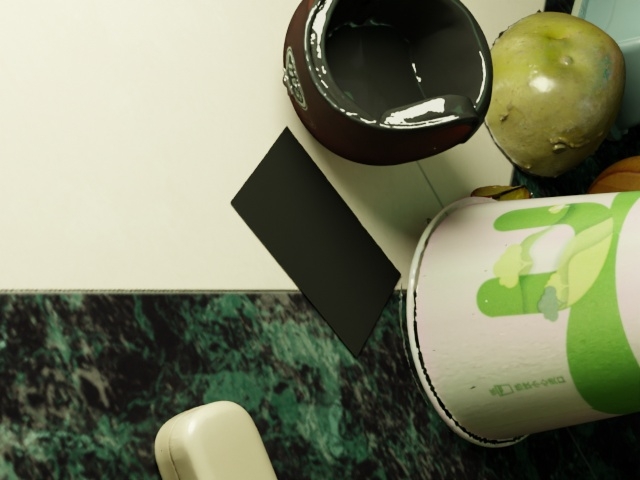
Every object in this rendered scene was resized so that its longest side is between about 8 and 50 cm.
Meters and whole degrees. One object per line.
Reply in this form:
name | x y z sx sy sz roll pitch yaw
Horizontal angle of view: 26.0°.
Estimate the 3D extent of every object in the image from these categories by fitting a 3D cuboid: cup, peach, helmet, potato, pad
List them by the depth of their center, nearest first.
pad | 0.000 0.000 1.284 0.190 0.004 0.127 52 41 -17
helmet | 0.064 -0.164 1.288 0.216 0.193 0.189 -8 81 -39
cup | 0.257 0.065 1.307 0.253 0.274 0.253 10 75 -44
peach | 0.186 -0.033 1.472 0.077 0.050 0.083 46 58 -37
potato | 0.285 -0.178 1.571 0.202 0.117 0.182 -44 102 -28

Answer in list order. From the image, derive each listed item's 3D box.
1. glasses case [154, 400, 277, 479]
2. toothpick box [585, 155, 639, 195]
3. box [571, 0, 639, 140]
glasses case | -0.062 0.220 1.063 0.083 0.050 0.196 -16 84 -49
toothpick box | 0.449 -0.041 1.681 0.294 0.192 0.192 -15 83 -44
box | 0.393 -0.254 1.762 0.162 0.130 0.227 52 42 -34
